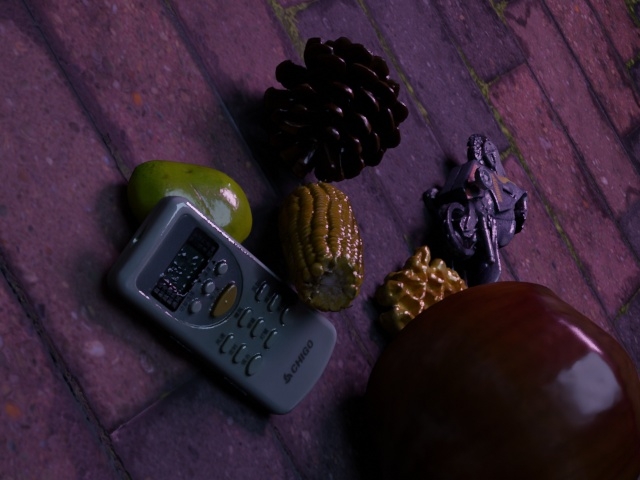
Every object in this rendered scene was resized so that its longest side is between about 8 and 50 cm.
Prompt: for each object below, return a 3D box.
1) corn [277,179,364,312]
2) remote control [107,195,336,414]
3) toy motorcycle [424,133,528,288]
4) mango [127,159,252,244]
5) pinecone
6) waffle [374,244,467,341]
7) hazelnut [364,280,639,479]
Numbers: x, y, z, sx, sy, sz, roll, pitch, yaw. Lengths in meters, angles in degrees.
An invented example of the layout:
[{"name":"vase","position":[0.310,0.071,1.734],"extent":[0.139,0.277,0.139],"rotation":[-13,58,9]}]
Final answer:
[{"name":"corn","position":[0.000,0.000,1.638],"extent":[0.115,0.115,0.318],"rotation":[51,6,-16]},{"name":"remote control","position":[-0.107,0.084,1.520],"extent":[0.296,0.056,0.140],"rotation":[42,74,-28]},{"name":"toy motorcycle","position":[0.261,-0.045,2.098],"extent":[0.173,0.108,0.307],"rotation":[54,36,-21]},{"name":"mango","position":[-0.157,-0.033,1.562],"extent":[0.163,0.089,0.117],"rotation":[8,69,-37]},{"name":"pinecone","position":[0.011,-0.171,1.778],"extent":[0.207,0.207,0.208],"rotation":[32,44,-37]},{"name":"waffle","position":[0.163,0.109,1.898],"extent":[0.219,0.057,0.229],"rotation":[41,38,-27]},{"name":"hazelnut","position":[0.245,0.232,1.685],"extent":[0.365,0.365,0.366],"rotation":[32,44,-37]}]
